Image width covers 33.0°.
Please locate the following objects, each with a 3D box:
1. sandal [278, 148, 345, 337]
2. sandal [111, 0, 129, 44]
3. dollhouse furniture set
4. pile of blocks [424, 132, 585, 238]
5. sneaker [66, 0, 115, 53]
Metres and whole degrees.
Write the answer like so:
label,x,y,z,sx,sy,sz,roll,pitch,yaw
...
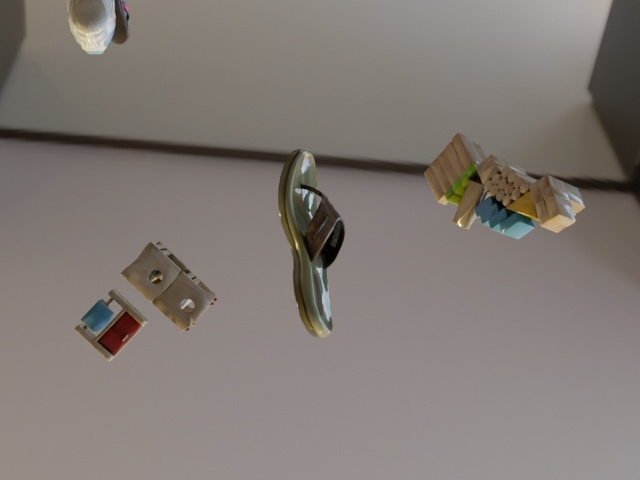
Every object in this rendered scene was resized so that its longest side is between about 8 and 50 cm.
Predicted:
label,x,y,z,sx,sy,sz,roll,pitch,yaw
sandal,0.001,0.001,1.720,0.086,0.302,0.120,-12,174,20
sandal,-0.457,-0.521,2.424,0.067,0.179,0.040,18,-136,19
dollhouse furniture set,-0.263,0.111,1.612,0.129,0.183,0.129,43,178,-2
pile of blocks,0.329,-0.068,1.900,0.113,0.149,0.362,19,-170,-34
sneaker,-0.393,-0.423,1.849,0.085,0.086,0.237,1,-120,-9
